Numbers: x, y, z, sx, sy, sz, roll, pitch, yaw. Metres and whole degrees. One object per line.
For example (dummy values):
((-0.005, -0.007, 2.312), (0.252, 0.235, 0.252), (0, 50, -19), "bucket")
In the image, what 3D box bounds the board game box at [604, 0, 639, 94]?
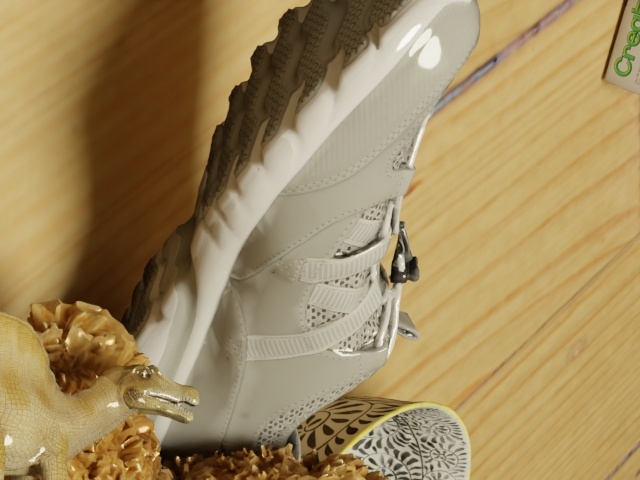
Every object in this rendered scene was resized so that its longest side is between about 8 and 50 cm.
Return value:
((0.320, -0.203, 0.978), (0.305, 0.053, 0.193), (-12, 122, -47), "board game box")

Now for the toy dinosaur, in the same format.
((-0.120, 0.068, 0.476), (0.183, 0.053, 0.092), (15, 74, -51), "toy dinosaur")

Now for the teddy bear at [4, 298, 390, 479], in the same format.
((-0.067, 0.183, 0.620), (0.113, 0.245, 0.338), (-87, 165, -51), "teddy bear")

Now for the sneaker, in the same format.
((0.000, 0.000, 0.602), (0.281, 0.115, 0.105), (-57, -164, 37), "sneaker")

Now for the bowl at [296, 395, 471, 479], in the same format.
((0.002, 0.150, 0.797), (0.170, 0.080, 0.170), (-29, 132, -37), "bowl")
